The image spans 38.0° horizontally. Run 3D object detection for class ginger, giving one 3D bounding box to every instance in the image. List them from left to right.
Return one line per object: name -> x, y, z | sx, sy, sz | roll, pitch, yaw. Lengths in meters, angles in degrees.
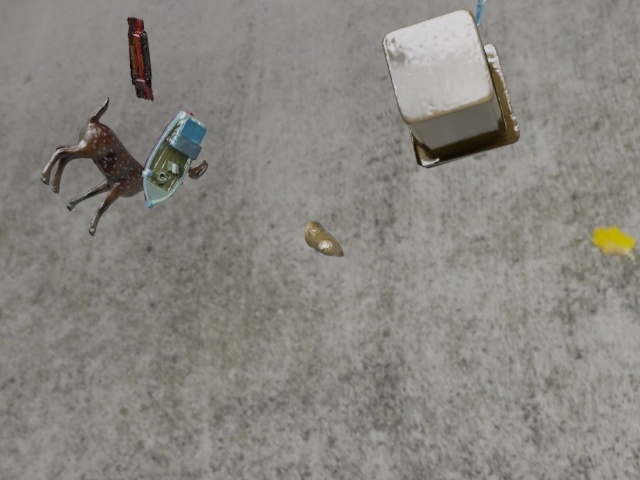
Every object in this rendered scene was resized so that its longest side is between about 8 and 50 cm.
ginger -> 0.004, 0.003, 1.597 | 0.044, 0.057, 0.137 | -25, 22, -9

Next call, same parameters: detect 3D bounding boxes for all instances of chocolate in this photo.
chocolate -> -0.391, -0.396, 2.030 | 0.028, 0.183, 0.086 | -15, 21, -34

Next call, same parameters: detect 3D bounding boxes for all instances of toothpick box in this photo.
toothpick box -> 0.209, -0.248, 1.526 | 0.190, 0.308, 0.188 | -14, 83, 14

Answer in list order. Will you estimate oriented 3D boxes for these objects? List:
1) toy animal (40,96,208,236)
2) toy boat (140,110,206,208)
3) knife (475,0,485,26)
toy animal -> -0.344, -0.130, 1.662 | 0.260, 0.243, 0.087 | -41, 49, -10
toy boat -> -0.242, -0.131, 1.517 | 0.059, 0.069, 0.173 | 21, 81, 57
knife -> 0.329, -0.475, 1.935 | 0.027, 0.010, 0.096 | -22, 42, 44
